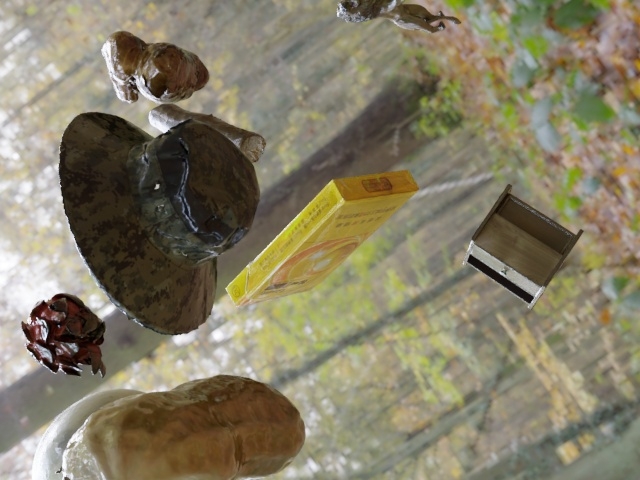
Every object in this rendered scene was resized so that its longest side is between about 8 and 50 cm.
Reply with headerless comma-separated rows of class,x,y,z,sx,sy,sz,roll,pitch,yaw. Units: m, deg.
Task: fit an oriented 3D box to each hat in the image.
hat,-0.134,-0.043,1.090,0.265,0.128,0.265,46,-152,-34

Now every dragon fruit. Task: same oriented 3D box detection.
dragon fruit,-0.380,0.139,1.633,0.130,0.142,0.121,4,-89,-60

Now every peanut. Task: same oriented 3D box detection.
peanut,-0.134,0.219,1.182,0.313,0.149,0.149,-5,-122,-58

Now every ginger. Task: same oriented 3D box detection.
ginger,-0.188,-0.184,1.224,0.103,0.073,0.162,15,-176,9

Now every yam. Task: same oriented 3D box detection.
yam,-0.164,-0.155,1.558,0.241,0.057,0.057,23,163,47

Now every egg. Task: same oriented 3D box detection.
egg,-0.353,0.329,1.717,0.174,0.264,0.286,49,-178,-39

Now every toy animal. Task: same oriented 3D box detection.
toy animal,0.125,-0.352,1.651,0.220,0.086,0.069,7,-129,-28

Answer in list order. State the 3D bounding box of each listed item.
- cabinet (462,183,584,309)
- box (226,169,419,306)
cabinet,0.399,0.020,2.220,0.175,0.148,0.215,34,169,11
box,0.000,0.000,1.501,0.152,0.269,0.043,-9,-117,-44
